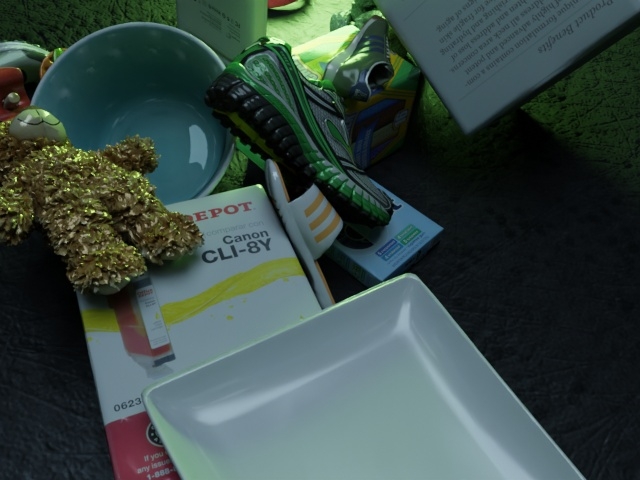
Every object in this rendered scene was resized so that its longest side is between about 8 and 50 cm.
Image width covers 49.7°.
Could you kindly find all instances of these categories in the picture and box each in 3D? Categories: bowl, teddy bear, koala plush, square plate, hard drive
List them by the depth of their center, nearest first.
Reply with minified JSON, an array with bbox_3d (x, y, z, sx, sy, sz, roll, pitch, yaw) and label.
[{"bbox_3d":[0.050,0.221,0.678,0.343,0.049,0.347,-21,55,-24],"label":"square plate"},{"bbox_3d":[-0.296,-0.062,0.844,0.245,0.113,0.338,-19,51,-24],"label":"teddy bear"},{"bbox_3d":[-0.261,-0.152,1.056,0.311,0.163,0.312,-1,79,5],"label":"bowl"},{"bbox_3d":[-0.189,-0.500,1.283,0.233,0.353,0.047,38,55,24],"label":"hard drive"},{"bbox_3d":[0.129,-0.421,1.369,0.203,0.196,0.221,14,44,-8],"label":"koala plush"}]

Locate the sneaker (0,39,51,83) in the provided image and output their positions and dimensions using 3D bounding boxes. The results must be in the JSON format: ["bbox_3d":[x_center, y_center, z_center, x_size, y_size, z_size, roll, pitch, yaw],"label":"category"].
[{"bbox_3d":[-0.603,-0.285,1.234,0.271,0.100,0.108,-13,76,-22],"label":"sneaker"}]

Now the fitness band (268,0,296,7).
[{"bbox_3d":[-0.132,-0.633,1.611,0.208,0.054,0.291,-21,54,-19],"label":"fitness band"}]

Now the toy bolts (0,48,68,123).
[{"bbox_3d":[-0.463,-0.211,1.181,0.228,0.158,0.218,-26,96,-37],"label":"toy bolts"}]

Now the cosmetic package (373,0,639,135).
[{"bbox_3d":[0.314,-0.449,1.174,0.394,0.329,0.327,57,36,2],"label":"cosmetic package"}]

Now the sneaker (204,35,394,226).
[{"bbox_3d":[0.006,-0.141,0.975,0.134,0.343,0.146,12,63,51],"label":"sneaker"}]

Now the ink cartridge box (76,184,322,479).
[{"bbox_3d":[-0.143,0.135,0.865,0.279,0.160,0.385,-14,52,-18],"label":"ink cartridge box"}]

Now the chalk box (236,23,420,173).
[{"bbox_3d":[-0.004,-0.210,1.169,0.288,0.179,0.180,-32,60,-30],"label":"chalk box"}]

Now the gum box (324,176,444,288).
[{"bbox_3d":[0.076,-0.018,1.104,0.184,0.041,0.157,37,55,25],"label":"gum box"}]

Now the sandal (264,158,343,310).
[{"bbox_3d":[-0.002,-0.003,0.952,0.076,0.265,0.102,-25,24,-2],"label":"sandal"}]

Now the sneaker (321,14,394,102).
[{"bbox_3d":[0.080,-0.279,1.085,0.086,0.064,0.192,30,53,9],"label":"sneaker"}]
